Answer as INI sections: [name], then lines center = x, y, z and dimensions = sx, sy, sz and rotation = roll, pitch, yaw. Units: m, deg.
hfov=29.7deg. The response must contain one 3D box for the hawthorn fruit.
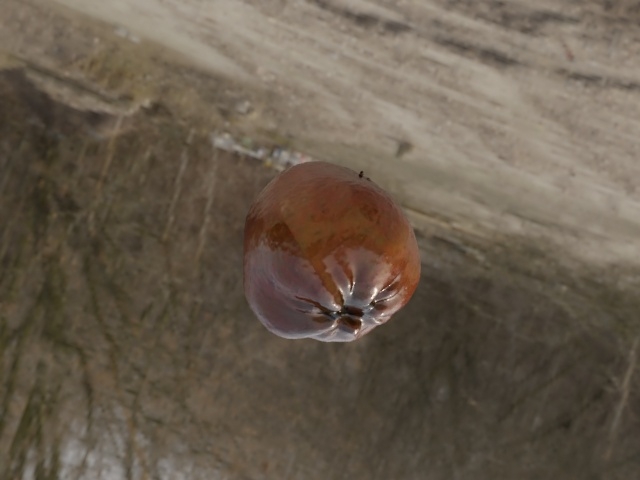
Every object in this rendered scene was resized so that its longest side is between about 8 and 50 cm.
[hawthorn fruit]
center = 0.000, 0.000, 1.485
dimensions = 0.224, 0.224, 0.261
rotation = 22, -149, -37
